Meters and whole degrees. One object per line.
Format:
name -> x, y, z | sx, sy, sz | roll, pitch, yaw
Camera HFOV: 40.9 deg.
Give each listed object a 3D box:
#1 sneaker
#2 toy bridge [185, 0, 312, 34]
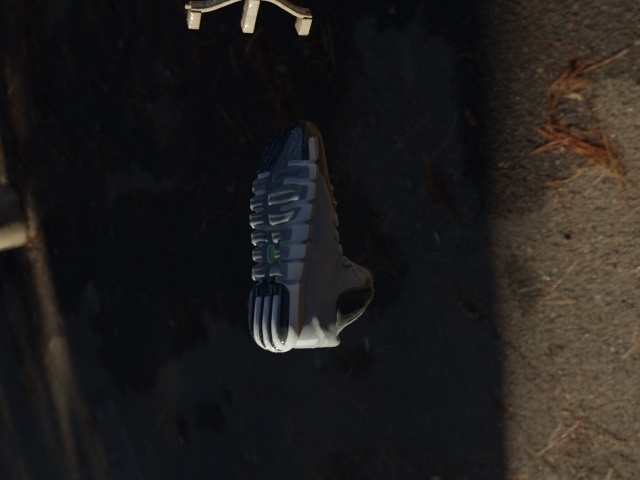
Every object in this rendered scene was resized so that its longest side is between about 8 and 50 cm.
sneaker -> 0.000, 0.000, 0.871 | 0.086, 0.132, 0.229 | 2, 84, 50
toy bridge -> -0.103, -0.334, 1.248 | 0.063, 0.188, 0.026 | 111, 151, -48
